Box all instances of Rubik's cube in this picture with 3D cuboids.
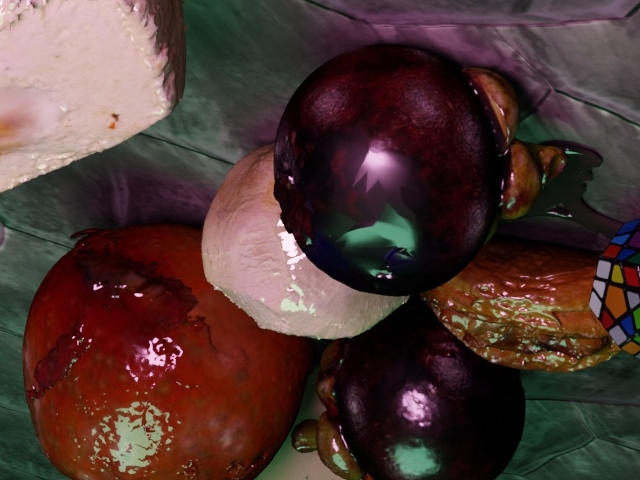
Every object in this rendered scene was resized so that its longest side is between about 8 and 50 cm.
[{"bbox_3d":[0.291,0.041,1.590,0.133,0.133,0.112,17,177,-2],"label":"Rubik's cube"}]

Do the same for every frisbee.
[{"bbox_3d":[0.221,-0.022,1.632,0.187,0.012,0.211,22,156,-15],"label":"frisbee"}]

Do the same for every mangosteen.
[{"bbox_3d":[0.077,-0.060,1.456,0.230,0.194,0.194,-15,165,-18],"label":"mangosteen"},{"bbox_3d":[0.080,0.168,1.883,0.250,0.211,0.211,-22,142,21],"label":"mangosteen"}]

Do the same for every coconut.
[{"bbox_3d":[-0.236,-0.179,1.249,0.297,0.255,0.297,-8,150,-5],"label":"coconut"},{"bbox_3d":[-0.002,-0.002,1.619,0.194,0.194,0.194,14,158,6],"label":"coconut"}]

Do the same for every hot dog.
[{"bbox_3d":[0.189,0.053,1.726,0.227,0.099,0.160,11,157,20],"label":"hot dog"}]

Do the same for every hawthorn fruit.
[{"bbox_3d":[-0.146,0.118,1.874,0.316,0.316,0.316,14,158,6],"label":"hawthorn fruit"}]

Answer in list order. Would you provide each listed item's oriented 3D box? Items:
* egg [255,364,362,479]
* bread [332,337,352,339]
[{"bbox_3d":[0.048,0.234,2.080,0.269,0.219,0.219,5,156,34],"label":"egg"},{"bbox_3d":[0.009,0.080,1.987,0.070,0.035,0.083,3,157,32],"label":"bread"}]
